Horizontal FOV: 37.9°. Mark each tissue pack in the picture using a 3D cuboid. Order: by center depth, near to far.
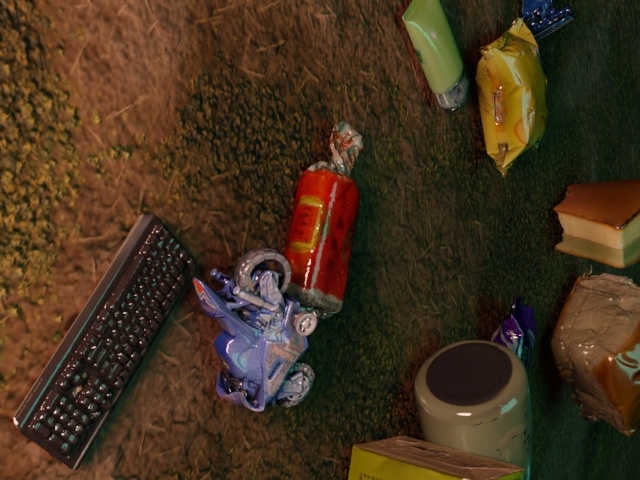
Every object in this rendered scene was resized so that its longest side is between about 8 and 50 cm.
[{"bbox_3d":[0.139,0.421,1.241,0.167,0.200,0.275,9,89,-55],"label":"tissue pack"}]

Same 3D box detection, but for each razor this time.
[{"bbox_3d":[0.303,-0.438,1.468,0.324,0.093,0.056,42,22,-47],"label":"razor"}]

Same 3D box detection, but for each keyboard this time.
[{"bbox_3d":[-0.186,0.089,0.842,0.094,0.025,0.230,55,52,-43],"label":"keyboard"}]

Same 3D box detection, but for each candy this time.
[{"bbox_3d":[0.000,0.000,1.077,0.086,0.059,0.292,23,76,-55],"label":"candy"},{"bbox_3d":[0.310,0.228,1.579,0.145,0.070,0.275,14,93,-60],"label":"candy"}]

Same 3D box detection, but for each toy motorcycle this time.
[{"bbox_3d":[-0.066,0.105,0.972,0.114,0.076,0.205,-27,124,-24],"label":"toy motorcycle"}]

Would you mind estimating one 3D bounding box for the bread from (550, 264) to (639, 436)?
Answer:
[{"bbox_3d":[0.592,0.231,1.872,0.279,0.225,0.250,-49,133,-34],"label":"bread"}]

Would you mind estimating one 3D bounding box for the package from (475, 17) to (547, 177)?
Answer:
[{"bbox_3d":[0.304,-0.223,1.466,0.168,0.090,0.226,-39,125,-49],"label":"package"}]

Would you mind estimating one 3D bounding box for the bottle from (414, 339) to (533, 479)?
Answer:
[{"bbox_3d":[0.245,0.326,1.422,0.168,0.168,0.347,-49,138,-41],"label":"bottle"}]

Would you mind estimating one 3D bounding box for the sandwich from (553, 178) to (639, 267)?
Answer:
[{"bbox_3d":[0.572,-0.053,1.821,0.220,0.186,0.108,-31,123,-31],"label":"sandwich"}]

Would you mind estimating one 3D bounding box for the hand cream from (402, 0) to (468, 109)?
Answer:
[{"bbox_3d":[0.160,-0.263,1.286,0.095,0.046,0.175,-57,133,-32],"label":"hand cream"}]
